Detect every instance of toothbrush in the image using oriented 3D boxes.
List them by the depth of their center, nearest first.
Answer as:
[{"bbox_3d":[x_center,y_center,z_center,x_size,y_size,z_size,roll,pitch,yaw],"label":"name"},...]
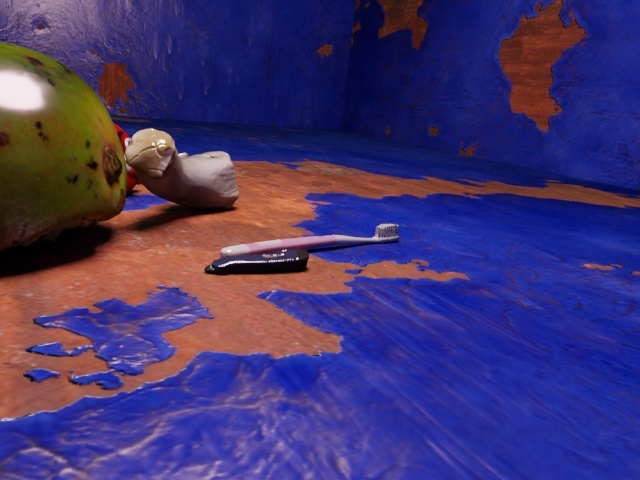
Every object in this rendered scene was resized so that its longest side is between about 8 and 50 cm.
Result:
[{"bbox_3d":[0.000,0.000,0.734,0.287,0.025,0.020,-7,19,-38],"label":"toothbrush"}]

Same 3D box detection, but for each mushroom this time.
[{"bbox_3d":[-0.196,-0.096,0.838,0.096,0.099,0.278,-28,-10,13],"label":"mushroom"}]

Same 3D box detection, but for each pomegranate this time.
[{"bbox_3d":[-0.397,-0.109,0.624,0.359,0.215,0.309,5,17,2],"label":"pomegranate"}]

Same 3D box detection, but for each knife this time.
[{"bbox_3d":[-0.068,0.024,0.628,0.121,0.018,0.031,-2,23,-24],"label":"knife"}]

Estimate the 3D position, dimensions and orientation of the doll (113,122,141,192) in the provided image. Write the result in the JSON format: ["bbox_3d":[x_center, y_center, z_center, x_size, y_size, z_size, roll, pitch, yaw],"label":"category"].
[{"bbox_3d":[-0.364,-0.139,0.905,0.085,0.183,0.217,-21,-39,30],"label":"doll"}]
